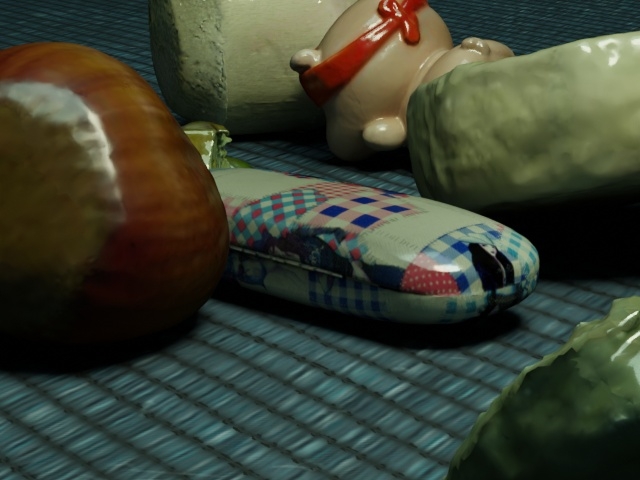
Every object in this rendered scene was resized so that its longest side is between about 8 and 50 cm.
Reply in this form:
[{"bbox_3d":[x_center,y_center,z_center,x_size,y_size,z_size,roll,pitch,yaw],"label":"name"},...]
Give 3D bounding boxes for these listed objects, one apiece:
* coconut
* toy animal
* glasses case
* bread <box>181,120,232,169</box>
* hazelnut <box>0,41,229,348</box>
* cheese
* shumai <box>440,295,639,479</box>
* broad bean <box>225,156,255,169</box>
[{"bbox_3d":[-0.051,-0.208,1.779,0.234,0.224,0.224,-11,17,-23],"label":"coconut"},{"bbox_3d":[0.078,-0.147,1.630,0.198,0.171,0.171,30,27,25],"label":"toy animal"},{"bbox_3d":[0.000,0.000,1.219,0.327,0.076,0.125,13,16,41],"label":"glasses case"},{"bbox_3d":[-0.204,-0.051,1.404,0.269,0.098,0.087,1,-28,3],"label":"bread"},{"bbox_3d":[-0.163,-0.019,1.134,0.186,0.210,0.210,-36,20,-4],"label":"hazelnut"},{"bbox_3d":[0.222,-0.087,1.342,0.326,0.115,0.318,-9,-3,36],"label":"cheese"},{"bbox_3d":[0.180,0.117,0.630,0.222,0.225,0.261,49,25,17],"label":"shumai"},{"bbox_3d":[-0.118,-0.054,1.496,0.195,0.046,0.061,13,35,34],"label":"broad bean"}]
